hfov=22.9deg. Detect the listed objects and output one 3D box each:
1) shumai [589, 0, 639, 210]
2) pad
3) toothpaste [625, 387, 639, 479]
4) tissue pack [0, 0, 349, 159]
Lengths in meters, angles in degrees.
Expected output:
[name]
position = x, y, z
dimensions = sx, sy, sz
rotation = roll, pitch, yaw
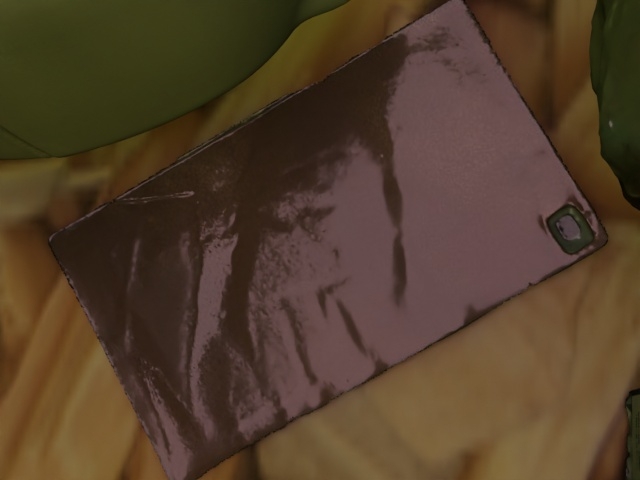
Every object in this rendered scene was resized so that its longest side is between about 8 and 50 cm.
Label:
[shumai]
position = 0.198, -0.072, 0.448
dimensions = 0.263, 0.304, 0.309
rotation = -40, 72, 12
[pad]
position = 0.000, 0.000, 0.598
dimensions = 0.187, 0.006, 0.113
rotation = -30, 78, 4
[toothpaste]
position = 0.130, 0.145, 0.535
dimensions = 0.040, 0.047, 0.196
rotation = 2, 80, -6
[tissue pack]
position = -0.108, -0.201, 0.533
dimensions = 0.236, 0.229, 0.333
rotation = -3, 79, 10
